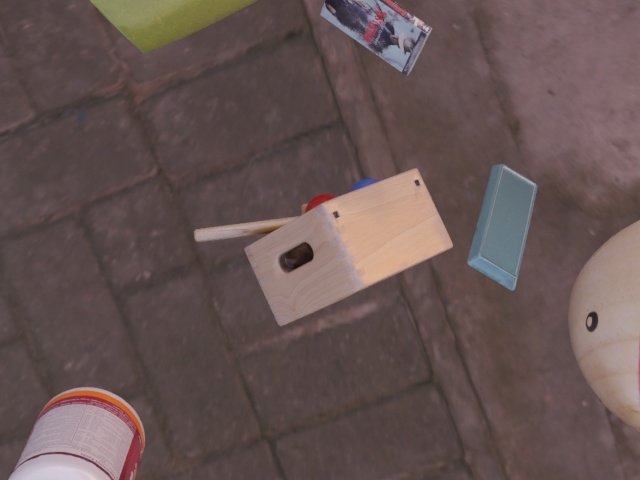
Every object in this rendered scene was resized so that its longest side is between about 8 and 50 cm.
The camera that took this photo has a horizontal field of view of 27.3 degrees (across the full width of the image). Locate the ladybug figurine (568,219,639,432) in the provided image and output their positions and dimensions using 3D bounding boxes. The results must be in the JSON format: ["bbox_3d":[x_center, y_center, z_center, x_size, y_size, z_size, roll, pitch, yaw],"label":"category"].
[{"bbox_3d":[0.452,0.109,1.262,0.449,0.162,0.305,-1,121,25],"label":"ladybug figurine"}]

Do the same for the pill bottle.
[{"bbox_3d":[-0.253,0.250,1.331,0.121,0.221,0.121,1,112,2],"label":"pill bottle"}]

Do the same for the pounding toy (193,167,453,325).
[{"bbox_3d":[0.000,0.000,1.052,0.141,0.130,0.100,-28,86,48],"label":"pounding toy"}]

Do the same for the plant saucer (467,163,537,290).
[{"bbox_3d":[0.225,-0.022,1.597,0.067,0.192,0.018,31,132,-9],"label":"plant saucer"}]

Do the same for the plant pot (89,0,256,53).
[{"bbox_3d":[-0.107,-0.325,1.240,0.293,0.275,0.275,-44,100,2],"label":"plant pot"}]

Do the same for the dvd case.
[{"bbox_3d":[0.058,-0.235,1.409,0.119,0.087,0.013,35,64,4],"label":"dvd case"}]
